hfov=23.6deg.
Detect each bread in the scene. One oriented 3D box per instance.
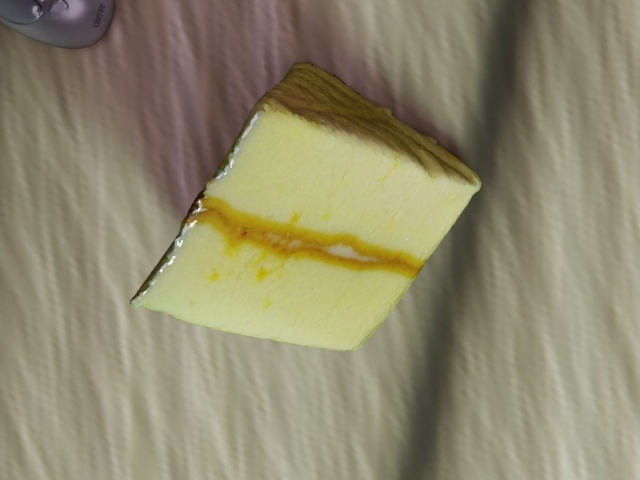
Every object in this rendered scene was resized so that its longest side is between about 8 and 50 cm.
[{"bbox_3d":[-0.002,0.000,1.008,0.163,0.264,0.167,33,103,-2],"label":"bread"}]

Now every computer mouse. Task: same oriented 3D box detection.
[{"bbox_3d":[-0.194,-0.174,1.094,0.096,0.039,0.066,21,98,-2],"label":"computer mouse"}]
